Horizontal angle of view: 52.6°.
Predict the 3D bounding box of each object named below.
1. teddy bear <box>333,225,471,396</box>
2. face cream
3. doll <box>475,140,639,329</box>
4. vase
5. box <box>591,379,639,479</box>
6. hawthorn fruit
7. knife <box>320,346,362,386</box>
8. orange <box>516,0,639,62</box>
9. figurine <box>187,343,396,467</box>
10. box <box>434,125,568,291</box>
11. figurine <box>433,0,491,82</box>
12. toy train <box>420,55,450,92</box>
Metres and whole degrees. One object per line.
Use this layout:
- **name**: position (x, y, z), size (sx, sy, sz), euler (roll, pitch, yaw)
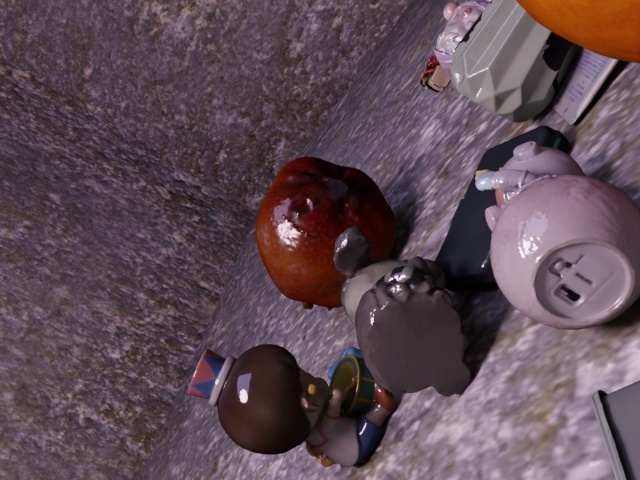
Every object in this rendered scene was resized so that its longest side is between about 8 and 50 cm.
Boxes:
- **teddy bear**: position (0.095, 0.066, 0.831), size (0.144, 0.171, 0.251), euler (-27, 31, 1)
- **face cream**: position (0.385, -0.265, 0.866), size (0.114, 0.070, 0.224), euler (-78, 10, -64)
- **doll**: position (0.242, -0.024, 0.675), size (0.151, 0.151, 0.287), euler (-53, 7, 25)
- **vase**: position (0.331, -0.354, 0.922), size (0.360, 0.165, 0.165), euler (-61, 11, 20)
- **box**: position (0.238, 0.142, 0.418), size (0.069, 0.084, 0.122), euler (-43, 20, 29)
- **hawthorn fruit**: position (0.008, -0.014, 1.271), size (0.311, 0.295, 0.295), euler (87, -152, -69)
- **knife**: position (0.011, 0.253, 1.159), size (0.244, 0.032, 0.058), euler (129, 157, -51)
- **orange**: position (0.347, -0.362, 0.558), size (0.424, 0.326, 0.424), euler (-50, 30, 43)
- **figurine**: position (-0.043, 0.218, 0.895), size (0.161, 0.276, 0.158), euler (-42, 38, 48)
- **box**: position (0.241, -0.040, 0.885), size (0.230, 0.050, 0.160), euler (-63, 13, -15)
- **figurine**: position (0.331, -0.429, 1.265), size (0.276, 0.133, 0.200), euler (-53, 42, 10)
- **toy train**: position (0.282, -0.405, 1.577), size (0.087, 0.050, 0.138), euler (-61, 12, 6)
